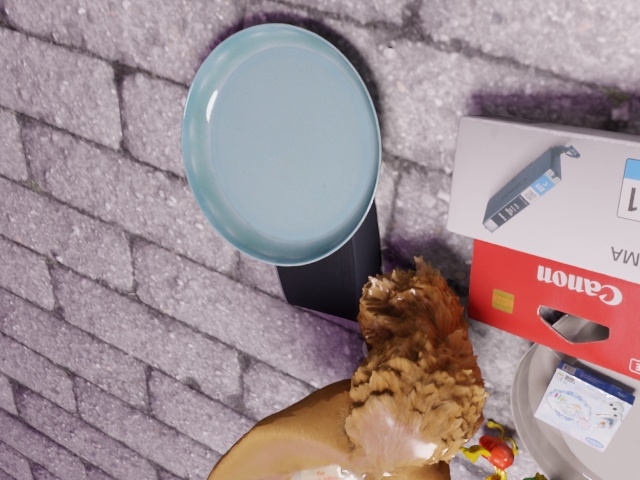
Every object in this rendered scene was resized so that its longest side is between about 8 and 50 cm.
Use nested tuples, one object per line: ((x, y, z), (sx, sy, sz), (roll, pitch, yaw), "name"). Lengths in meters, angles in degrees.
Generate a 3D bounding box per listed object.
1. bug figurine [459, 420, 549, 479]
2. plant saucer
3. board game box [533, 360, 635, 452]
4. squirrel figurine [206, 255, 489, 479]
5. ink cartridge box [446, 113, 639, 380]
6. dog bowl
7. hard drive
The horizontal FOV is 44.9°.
((0.320, 0.382, 1.084), (0.279, 0.072, 0.216), (50, 176, -6), "bug figurine")
((-0.052, -0.125, 1.033), (0.318, 0.044, 0.317), (8, 106, 30), "plant saucer")
((0.309, 0.196, 0.914), (0.090, 0.020, 0.090), (27, 131, 19), "board game box")
((0.101, 0.232, 1.028), (0.281, 0.370, 0.397), (35, 113, 14), "squirrel figurine")
((0.271, 0.011, 0.832), (0.296, 0.066, 0.261), (18, 111, 44), "ink cartridge box")
((0.412, 0.204, 0.930), (0.349, 0.102, 0.348), (19, 129, 25), "dog bowl")
((0.000, 0.000, 1.124), (0.172, 0.054, 0.254), (13, 126, 29), "hard drive")
